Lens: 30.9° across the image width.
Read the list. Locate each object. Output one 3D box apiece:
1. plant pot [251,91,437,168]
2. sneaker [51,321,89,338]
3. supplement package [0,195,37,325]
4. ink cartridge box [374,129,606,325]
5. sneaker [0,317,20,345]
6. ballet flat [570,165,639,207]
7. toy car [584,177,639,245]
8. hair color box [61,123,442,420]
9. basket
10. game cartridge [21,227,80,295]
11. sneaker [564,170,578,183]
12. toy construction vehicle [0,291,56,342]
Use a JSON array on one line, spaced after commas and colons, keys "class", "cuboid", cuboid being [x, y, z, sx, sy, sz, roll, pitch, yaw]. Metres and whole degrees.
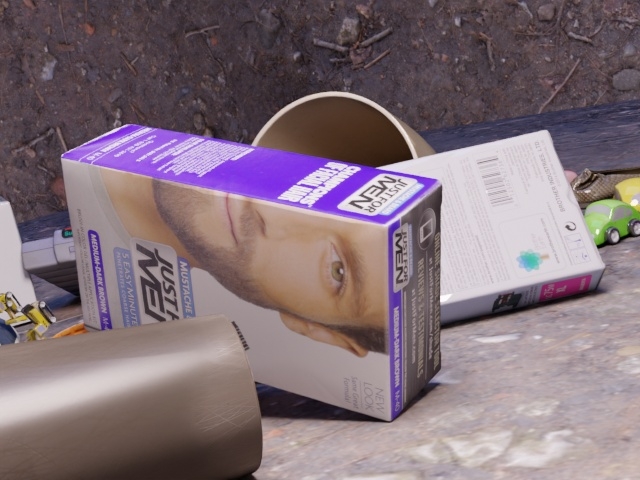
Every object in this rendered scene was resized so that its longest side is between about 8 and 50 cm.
[{"class": "plant pot", "cuboid": [0.074, -0.044, 1.505, 0.257, 0.256, 0.274, -7, -7, 30]}, {"class": "sneaker", "cuboid": [-0.156, 0.117, 1.204, 0.263, 0.099, 0.121, -6, 0, -8]}, {"class": "supplement package", "cuboid": [-0.548, 0.041, 1.844, 0.149, 0.194, 0.203, -16, 10, -17]}, {"class": "ink cartridge box", "cuboid": [0.126, -0.002, 1.257, 0.311, 0.185, 0.065, -12, -30, -6]}, {"class": "sneaker", "cuboid": [-0.468, 0.111, 1.431, 0.131, 0.148, 0.350, -12, 8, 1]}, {"class": "ballet flat", "cuboid": [0.493, -0.104, 1.787, 0.250, 0.058, 0.084, -14, 10, -12]}, {"class": "toy car", "cuboid": [0.418, -0.042, 1.512, 0.225, 0.053, 0.239, -17, 10, -30]}, {"class": "hair color box", "cuboid": [-0.064, 0.019, 1.032, 0.339, 0.185, 0.110, 11, 29, 28]}, {"class": "basket", "cuboid": [-0.169, 0.139, 0.865, 0.227, 0.154, 0.204, -11, 9, -18]}, {"class": "game cartridge", "cuboid": [-0.263, 0.012, 1.831, 0.355, 0.068, 0.230, -11, -19, 7]}, {"class": "sneaker", "cuboid": [0.358, -0.072, 1.804, 0.134, 0.051, 0.070, -18, 12, -17]}, {"class": "toy construction vehicle", "cuboid": [-0.376, 0.112, 1.495, 0.086, 0.098, 0.035, -9, 28, 45]}]
